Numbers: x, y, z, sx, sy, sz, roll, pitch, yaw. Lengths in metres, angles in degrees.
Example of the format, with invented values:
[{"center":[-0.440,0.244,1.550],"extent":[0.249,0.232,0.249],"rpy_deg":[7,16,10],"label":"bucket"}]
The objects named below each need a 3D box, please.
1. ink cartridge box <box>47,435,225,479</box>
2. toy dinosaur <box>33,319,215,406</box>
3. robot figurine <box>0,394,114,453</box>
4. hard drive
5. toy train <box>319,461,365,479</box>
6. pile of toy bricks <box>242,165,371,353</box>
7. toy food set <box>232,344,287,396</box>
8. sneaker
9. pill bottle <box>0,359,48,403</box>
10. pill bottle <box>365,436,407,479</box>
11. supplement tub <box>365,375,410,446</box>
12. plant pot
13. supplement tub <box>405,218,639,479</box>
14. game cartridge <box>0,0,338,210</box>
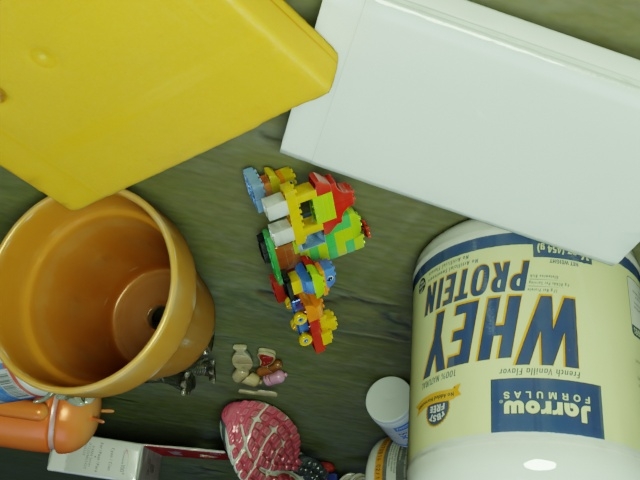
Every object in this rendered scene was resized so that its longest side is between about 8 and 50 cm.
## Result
[{"center":[-0.285,0.369,1.500],"extent":[0.261,0.066,0.296],"rpy_deg":[8,164,-1],"label":"ink cartridge box"},{"center":[-0.221,0.140,1.151],"extent":[0.160,0.121,0.313],"rpy_deg":[8,178,8],"label":"toy dinosaur"},{"center":[-0.413,0.238,1.312],"extent":[0.219,0.128,0.158],"rpy_deg":[9,135,-3],"label":"robot figurine"},{"center":[0.133,-0.088,0.713],"extent":[0.307,0.040,0.203],"rpy_deg":[19,148,-2],"label":"hard drive"},{"center":[0.030,0.460,1.641],"extent":[0.248,0.105,0.143],"rpy_deg":[-10,156,24],"label":"toy train"},{"center":[0.000,0.000,0.893],"extent":[0.105,0.118,0.212],"rpy_deg":[-20,133,-10],"label":"pile of toy bricks"},{"center":[-0.083,0.176,1.260],"extent":[0.078,0.019,0.122],"rpy_deg":[6,141,-2],"label":"toy food set"},{"center":[-0.094,0.347,1.459],"extent":[0.112,0.121,0.299],"rpy_deg":[23,153,36],"label":"sneaker"},{"center":[-0.426,0.150,1.168],"extent":[0.221,0.124,0.124],"rpy_deg":[-12,145,28],"label":"pill bottle"},{"center":[0.221,0.366,1.384],"extent":[0.278,0.162,0.162],"rpy_deg":[-14,144,30],"label":"pill bottle"},{"center":[0.112,0.243,1.286],"extent":[0.071,0.071,0.107],"rpy_deg":[-8,148,21],"label":"supplement tub"},{"center":[-0.204,0.066,0.945],"extent":[0.205,0.205,0.188],"rpy_deg":[-4,164,16],"label":"plant pot"},{"center":[0.202,0.160,0.885],"extent":[0.235,0.325,0.235],"rpy_deg":[4,149,2],"label":"supplement tub"},{"center":[-0.196,-0.152,0.670],"extent":[0.324,0.052,0.285],"rpy_deg":[-19,137,38],"label":"game cartridge"}]
